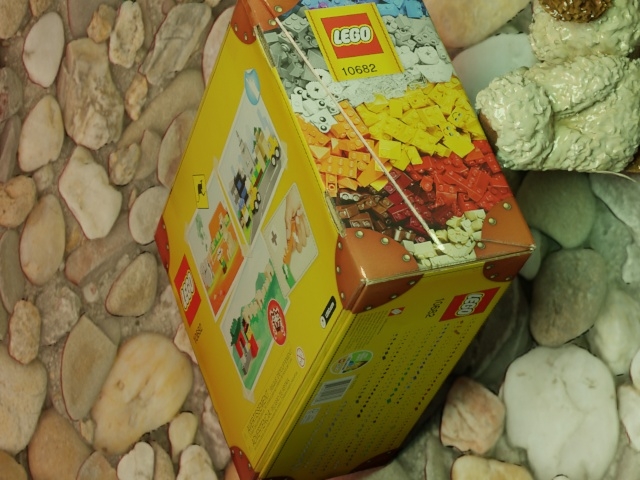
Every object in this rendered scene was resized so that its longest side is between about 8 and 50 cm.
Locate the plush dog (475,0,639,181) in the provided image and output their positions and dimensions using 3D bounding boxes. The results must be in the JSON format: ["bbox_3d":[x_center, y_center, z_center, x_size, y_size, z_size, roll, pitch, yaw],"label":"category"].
[{"bbox_3d":[0.280,-0.189,1.817,0.211,0.262,0.225,7,101,11],"label":"plush dog"}]

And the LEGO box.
[{"bbox_3d":[0.000,0.000,1.915,0.500,0.193,0.372,117,137,-54],"label":"LEGO box"}]
